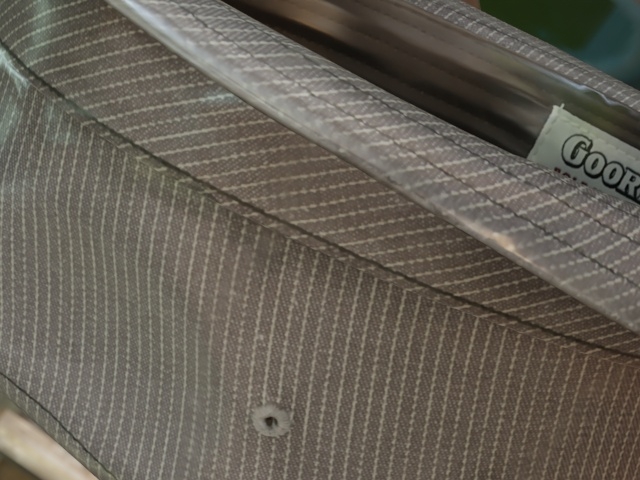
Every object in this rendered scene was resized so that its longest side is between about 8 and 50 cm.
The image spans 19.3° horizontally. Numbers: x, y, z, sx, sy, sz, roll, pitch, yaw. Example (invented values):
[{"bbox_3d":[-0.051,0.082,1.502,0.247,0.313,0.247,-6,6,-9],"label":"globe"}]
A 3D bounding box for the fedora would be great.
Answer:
[{"bbox_3d":[0.000,0.000,0.463,0.124,0.275,0.244,-63,19,14],"label":"fedora"}]

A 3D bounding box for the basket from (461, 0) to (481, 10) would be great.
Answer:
[{"bbox_3d":[0.008,-0.006,0.854,0.154,0.204,0.227,15,-108,-73],"label":"basket"}]
